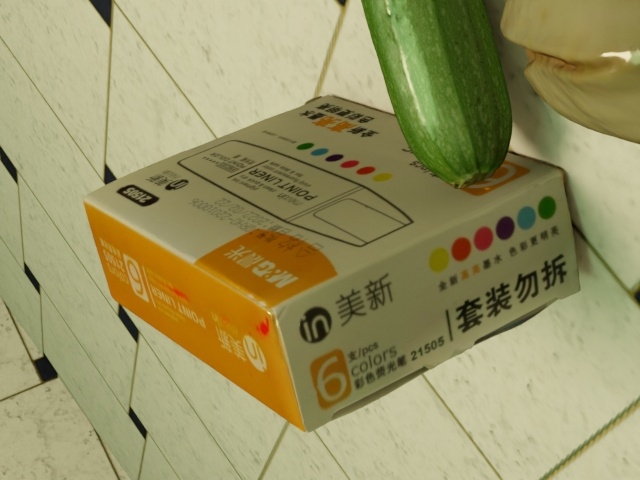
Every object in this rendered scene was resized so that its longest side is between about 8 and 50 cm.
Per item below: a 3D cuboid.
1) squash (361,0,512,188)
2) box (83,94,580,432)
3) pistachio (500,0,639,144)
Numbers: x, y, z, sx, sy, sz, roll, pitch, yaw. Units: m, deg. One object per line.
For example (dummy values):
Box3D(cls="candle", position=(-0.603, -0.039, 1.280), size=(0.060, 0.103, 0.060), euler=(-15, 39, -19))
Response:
Box3D(cls="squash", position=(0.059, -0.135, 0.749), size=(0.077, 0.068, 0.219), euler=(-63, -42, -62))
Box3D(cls="box", position=(0.000, 0.000, 0.858), size=(0.274, 0.221, 0.091), euler=(24, 134, 52))
Box3D(cls="pistachio", position=(0.142, -0.096, 0.562), size=(0.124, 0.124, 0.185), euler=(63, 160, -9))
